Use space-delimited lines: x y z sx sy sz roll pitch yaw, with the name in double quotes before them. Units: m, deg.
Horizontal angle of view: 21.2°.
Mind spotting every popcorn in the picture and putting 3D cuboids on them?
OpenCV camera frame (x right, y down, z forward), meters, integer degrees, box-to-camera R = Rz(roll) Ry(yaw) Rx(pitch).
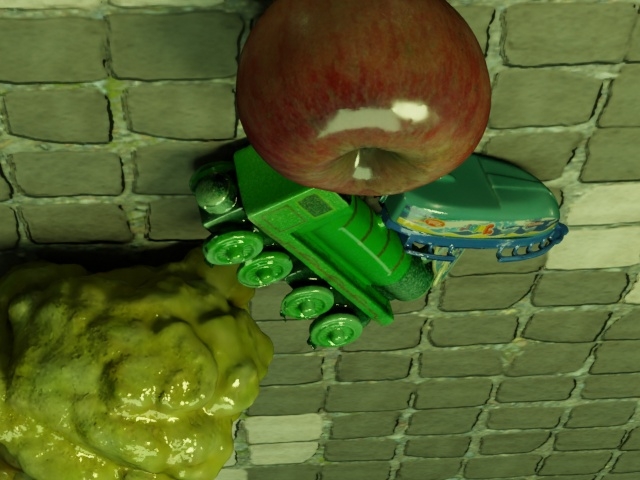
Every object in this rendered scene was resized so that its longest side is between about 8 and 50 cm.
"popcorn" -0.165 0.110 1.334 0.250 0.235 0.242 -40 180 35

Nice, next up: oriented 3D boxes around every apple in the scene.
"apple" 0.023 -0.094 1.020 0.153 0.120 0.153 -3 161 -1

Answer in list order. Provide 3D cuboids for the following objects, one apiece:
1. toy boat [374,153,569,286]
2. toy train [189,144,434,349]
"toy boat" 0.104 -0.008 1.250 0.175 0.091 0.110 4 136 -29
"toy train" 0.000 0.000 1.269 0.119 0.085 0.251 -24 149 18
